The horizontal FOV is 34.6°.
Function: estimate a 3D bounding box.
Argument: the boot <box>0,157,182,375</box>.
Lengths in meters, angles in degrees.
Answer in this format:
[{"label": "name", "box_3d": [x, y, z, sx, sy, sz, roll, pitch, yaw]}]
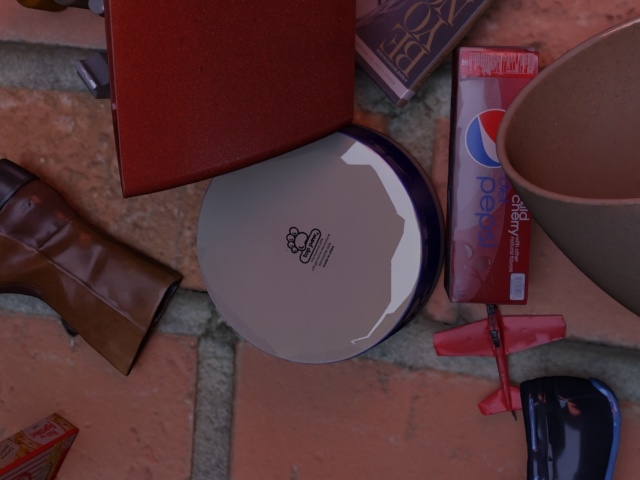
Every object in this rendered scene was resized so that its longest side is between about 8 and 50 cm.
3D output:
[{"label": "boot", "box_3d": [-0.344, 0.075, 1.298, 0.280, 0.096, 0.264, 36, 99, 3]}]

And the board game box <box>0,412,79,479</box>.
[{"label": "board game box", "box_3d": [-0.394, 0.309, 1.273, 0.045, 0.193, 0.147, 32, 107, 12]}]

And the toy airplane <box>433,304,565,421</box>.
[{"label": "toy airplane", "box_3d": [0.198, 0.131, 1.137, 0.151, 0.028, 0.151, 2, 98, 17]}]

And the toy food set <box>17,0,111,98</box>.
[{"label": "toy food set", "box_3d": [-0.259, -0.233, 1.197, 0.111, 0.104, 0.232, -37, 85, 19]}]

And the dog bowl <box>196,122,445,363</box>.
[{"label": "dog bowl", "box_3d": [0.000, 0.000, 1.143, 0.264, 0.104, 0.265, 2, 98, 19]}]

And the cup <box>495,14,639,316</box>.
[{"label": "cup", "box_3d": [0.356, -0.044, 0.935, 0.331, 0.331, 0.237, -18, 120, 20]}]

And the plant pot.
[{"label": "plant pot", "box_3d": [-0.097, -0.218, 1.040, 0.235, 0.267, 0.267, -5, 114, -11]}]

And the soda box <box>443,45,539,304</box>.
[{"label": "soda box", "box_3d": [0.177, -0.069, 1.076, 0.083, 0.092, 0.263, 2, 99, 3]}]

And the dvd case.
[{"label": "dvd case", "box_3d": [0.108, -0.273, 1.083, 0.221, 0.018, 0.164, -49, 58, 19]}]

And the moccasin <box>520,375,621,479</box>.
[{"label": "moccasin", "box_3d": [0.234, 0.310, 1.106, 0.116, 0.138, 0.342, 9, 88, 3]}]
